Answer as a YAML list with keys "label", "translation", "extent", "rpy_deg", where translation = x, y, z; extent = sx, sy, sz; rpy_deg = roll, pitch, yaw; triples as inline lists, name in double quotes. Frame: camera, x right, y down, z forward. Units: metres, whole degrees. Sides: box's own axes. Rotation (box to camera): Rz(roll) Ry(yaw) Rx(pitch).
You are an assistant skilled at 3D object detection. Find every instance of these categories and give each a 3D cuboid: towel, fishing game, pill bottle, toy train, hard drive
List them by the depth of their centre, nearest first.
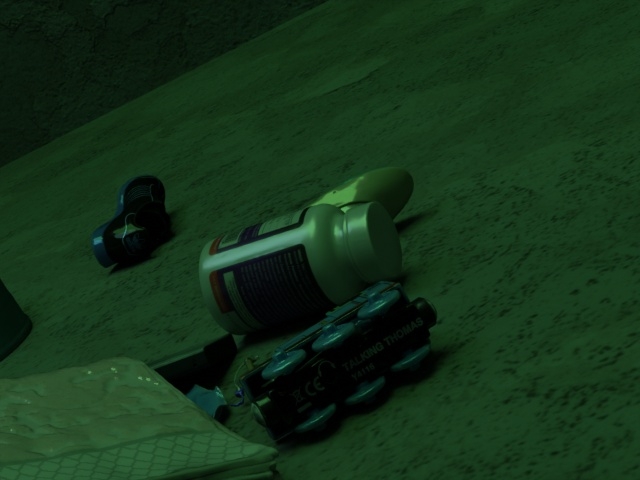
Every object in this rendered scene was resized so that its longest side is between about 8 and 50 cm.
- label: "towel"
  translation: [-0.239, 0.173, 1.162]
  extent: [0.332, 0.053, 0.317]
  rpy_deg: [-8, 15, -31]
- label: "toy train"
  translation: [0.015, 0.103, 1.254]
  extent: [0.184, 0.080, 0.105]
  rpy_deg: [-31, 8, -13]
- label: "fishing game"
  translation: [-0.176, 0.180, 1.356]
  extent: [0.264, 0.041, 0.189]
  rpy_deg: [-25, 13, 1]
- label: "hard drive"
  translation: [-0.161, 0.132, 1.473]
  extent: [0.135, 0.022, 0.094]
  rpy_deg: [-21, 0, 15]
- label: "pill bottle"
  translation: [-0.019, 0.024, 1.490]
  extent: [0.193, 0.108, 0.108]
  rpy_deg: [-17, 18, 25]

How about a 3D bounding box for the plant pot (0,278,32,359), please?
- label: "plant pot"
  translation: [-0.562, 0.064, 1.914]
  extent: [0.271, 0.255, 0.271]
  rpy_deg: [-23, 16, 7]

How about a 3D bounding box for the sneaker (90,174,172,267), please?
- label: "sneaker"
  translation: [-0.253, -0.036, 2.103]
  extent: [0.090, 0.081, 0.232]
  rpy_deg: [-16, 25, 20]

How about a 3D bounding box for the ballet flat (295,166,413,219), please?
- label: "ballet flat"
  translation: [0.000, 0.000, 1.624]
  extent: [0.248, 0.086, 0.086]
  rpy_deg: [-26, 16, 2]
